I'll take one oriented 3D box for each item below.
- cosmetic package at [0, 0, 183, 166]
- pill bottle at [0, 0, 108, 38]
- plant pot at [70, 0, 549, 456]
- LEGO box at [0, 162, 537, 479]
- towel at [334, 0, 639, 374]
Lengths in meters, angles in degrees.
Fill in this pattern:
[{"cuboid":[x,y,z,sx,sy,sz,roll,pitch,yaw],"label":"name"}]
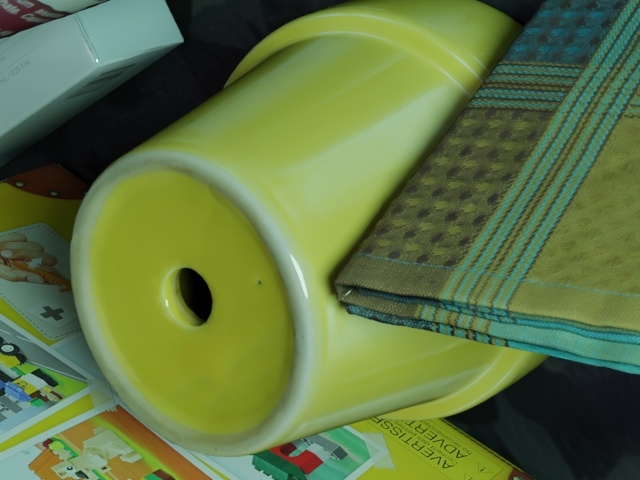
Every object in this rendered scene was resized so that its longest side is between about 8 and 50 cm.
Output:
[{"cuboid":[-0.303,-0.188,1.051,0.377,0.097,0.284,-25,91,40],"label":"cosmetic package"},{"cuboid":[-0.167,-0.234,0.775,0.392,0.224,0.224,-16,96,15],"label":"pill bottle"},{"cuboid":[0.000,0.000,0.792,0.254,0.239,0.254,14,113,35],"label":"plant pot"},{"cuboid":[-0.145,0.182,0.881,0.500,0.372,0.193,32,123,26],"label":"LEGO box"},{"cuboid":[0.218,-0.034,0.603,0.370,0.271,0.040,9,137,38],"label":"towel"}]
